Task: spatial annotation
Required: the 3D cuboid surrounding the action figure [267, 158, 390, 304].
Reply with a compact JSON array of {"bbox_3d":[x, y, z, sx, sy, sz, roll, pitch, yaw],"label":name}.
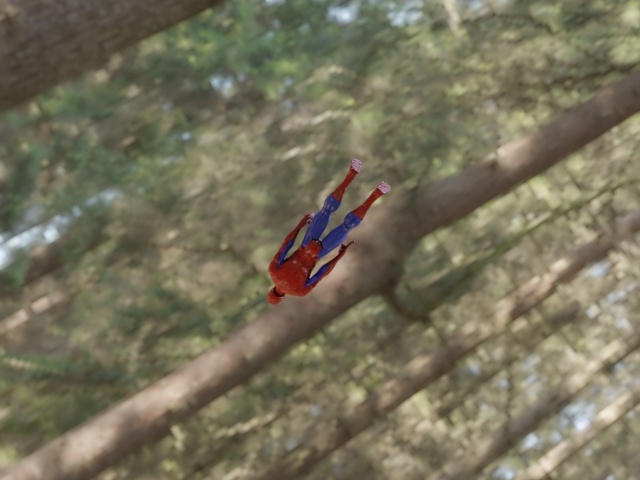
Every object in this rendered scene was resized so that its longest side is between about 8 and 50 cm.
[{"bbox_3d":[0.000,0.000,1.064,0.038,0.030,0.115,38,-69,-3],"label":"action figure"}]
